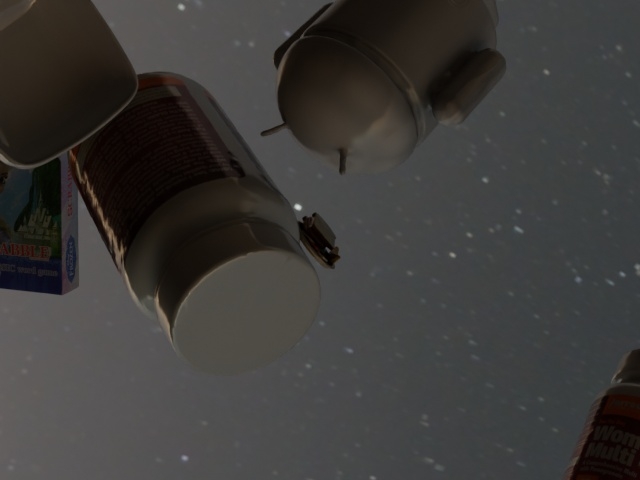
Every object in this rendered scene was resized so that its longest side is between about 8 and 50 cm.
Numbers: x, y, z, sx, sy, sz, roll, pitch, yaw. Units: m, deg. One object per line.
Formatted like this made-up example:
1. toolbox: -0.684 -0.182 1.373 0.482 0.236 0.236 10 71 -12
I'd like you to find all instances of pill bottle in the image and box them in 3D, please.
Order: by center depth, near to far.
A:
1. pill bottle: 0.342 0.234 1.449 0.121 0.121 0.221 -1 -132 41
2. pill bottle: -0.161 -0.025 1.655 0.224 0.224 0.392 -49 -137 13

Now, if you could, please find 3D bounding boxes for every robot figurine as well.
1. robot figurine: 0.081 -0.221 1.648 0.300 0.199 0.353 19 -123 38

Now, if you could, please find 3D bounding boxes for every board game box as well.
1. board game box: -0.545 -0.085 2.119 0.319 0.066 0.317 5 -77 14

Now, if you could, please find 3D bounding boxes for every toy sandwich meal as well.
1. toy sandwich meal: 0.000 0.000 1.677 0.029 0.085 0.085 -38 -130 10

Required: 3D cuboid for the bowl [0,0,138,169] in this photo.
1. bowl: -0.234 -0.136 1.053 0.142 0.142 0.053 -40 -167 -30
